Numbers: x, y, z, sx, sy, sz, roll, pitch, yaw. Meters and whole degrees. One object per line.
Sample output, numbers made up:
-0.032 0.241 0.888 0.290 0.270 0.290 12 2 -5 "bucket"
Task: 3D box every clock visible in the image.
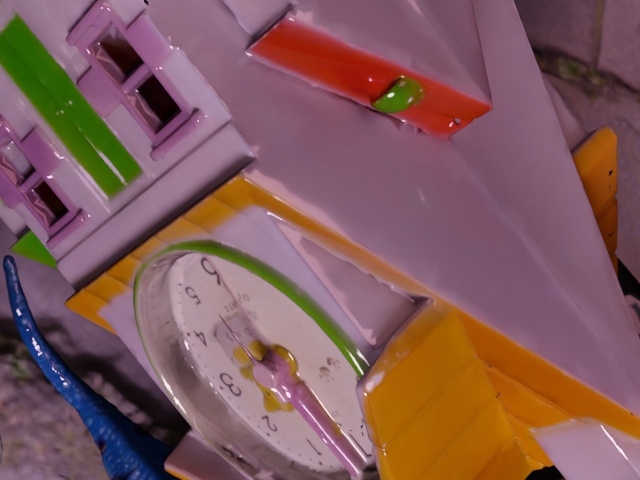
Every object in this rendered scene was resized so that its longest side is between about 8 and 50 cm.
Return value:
0.000 0.000 0.543 0.309 0.235 0.166 51 54 -6 "clock"

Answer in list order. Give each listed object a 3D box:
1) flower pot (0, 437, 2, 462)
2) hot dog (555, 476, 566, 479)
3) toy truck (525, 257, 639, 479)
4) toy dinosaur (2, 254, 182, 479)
-0.248 0.084 0.519 0.229 0.108 0.103 0 73 -34 "flower pot"
0.120 0.168 0.654 0.269 0.072 0.109 -19 92 -49 "hot dog"
0.079 0.015 0.740 0.224 0.147 0.165 49 13 -12 "toy truck"
-0.050 0.161 0.609 0.076 0.144 0.329 -29 67 -25 "toy dinosaur"
